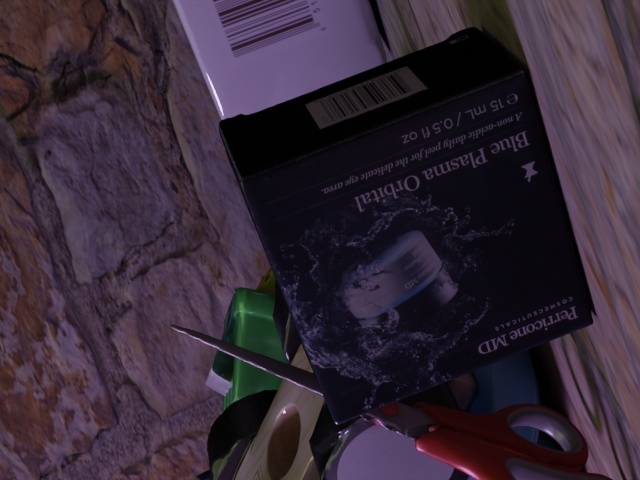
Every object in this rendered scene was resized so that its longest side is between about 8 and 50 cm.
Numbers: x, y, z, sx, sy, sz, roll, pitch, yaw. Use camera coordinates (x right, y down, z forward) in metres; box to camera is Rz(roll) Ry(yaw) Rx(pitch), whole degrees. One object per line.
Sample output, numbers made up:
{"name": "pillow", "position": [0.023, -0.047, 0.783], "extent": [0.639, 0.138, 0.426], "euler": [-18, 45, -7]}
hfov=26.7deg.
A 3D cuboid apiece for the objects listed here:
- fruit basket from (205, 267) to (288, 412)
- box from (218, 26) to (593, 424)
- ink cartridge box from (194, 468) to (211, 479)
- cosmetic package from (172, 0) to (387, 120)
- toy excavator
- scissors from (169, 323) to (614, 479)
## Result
{"name": "fruit basket", "position": [-0.017, 0.023, 1.416], "extent": [0.327, 0.165, 0.353], "euler": [123, 156, -76]}
{"name": "box", "position": [0.047, -0.009, 0.735], "extent": [0.093, 0.156, 0.158], "euler": [-116, 5, -64]}
{"name": "ink cartridge box", "position": [-0.016, 0.411, 1.396], "extent": [0.330, 0.071, 0.324], "euler": [71, 163, -7]}
{"name": "cosmetic package", "position": [-0.092, -0.333, 1.279], "extent": [0.453, 0.161, 0.230], "euler": [-113, 2, -51]}
{"name": "toy excavator", "position": [0.126, 0.266, 1.085], "extent": [0.222, 0.445, 0.433], "euler": [-111, 42, -60]}
{"name": "scissors", "position": [0.055, 0.111, 0.792], "extent": [0.021, 0.297, 0.109], "euler": [-59, 27, 27]}
